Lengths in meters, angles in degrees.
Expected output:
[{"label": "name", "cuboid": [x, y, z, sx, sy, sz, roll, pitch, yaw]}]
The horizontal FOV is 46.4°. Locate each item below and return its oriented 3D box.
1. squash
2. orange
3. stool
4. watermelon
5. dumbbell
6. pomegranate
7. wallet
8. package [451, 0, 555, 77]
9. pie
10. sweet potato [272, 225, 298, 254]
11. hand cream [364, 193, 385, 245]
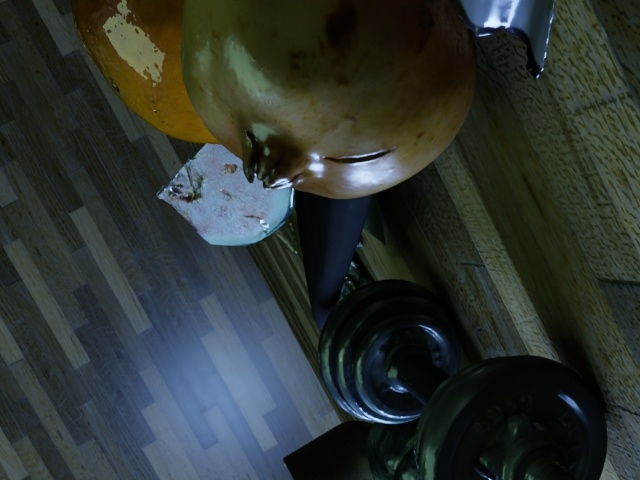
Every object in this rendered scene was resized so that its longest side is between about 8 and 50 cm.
[{"label": "squash", "cuboid": [0.172, 0.316, 0.978, 0.252, 0.165, 0.252, 58, 167, 22]}, {"label": "orange", "cuboid": [-0.137, -0.234, 0.814, 0.284, 0.226, 0.284, 46, 166, 15]}, {"label": "stool", "cuboid": [0.092, 0.373, 1.239, 0.179, 0.264, 0.179, 57, 168, 19]}, {"label": "watermelon", "cuboid": [-0.111, -0.126, 1.093, 0.305, 0.180, 0.224, -40, 62, 49]}, {"label": "dumbbell", "cuboid": [0.123, 0.157, 0.764, 0.179, 0.179, 0.406, 64, 168, -17]}, {"label": "pomegranate", "cuboid": [0.000, -0.132, 0.518, 0.209, 0.209, 0.209, 58, 169, 18]}, {"label": "wallet", "cuboid": [0.007, -0.054, 0.821, 0.377, 0.051, 0.197, 102, 161, -62]}, {"label": "package", "cuboid": [0.071, -0.229, 0.348, 0.204, 0.062, 0.251, 79, 173, -59]}, {"label": "pie", "cuboid": [-0.003, -0.004, 1.240, 0.302, 0.067, 0.302, 58, 168, 20]}, {"label": "sweet potato", "cuboid": [-0.124, -0.083, 1.537, 0.292, 0.097, 0.097, 53, 167, 33]}, {"label": "hand cream", "cuboid": [0.031, -0.073, 0.965, 0.175, 0.046, 0.095, 44, 157, 42]}]
